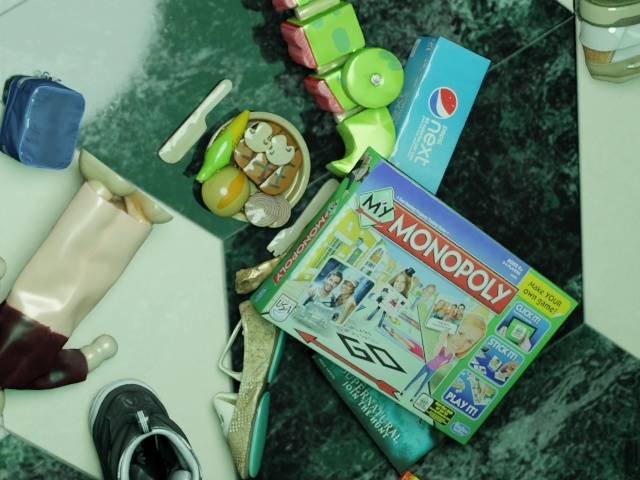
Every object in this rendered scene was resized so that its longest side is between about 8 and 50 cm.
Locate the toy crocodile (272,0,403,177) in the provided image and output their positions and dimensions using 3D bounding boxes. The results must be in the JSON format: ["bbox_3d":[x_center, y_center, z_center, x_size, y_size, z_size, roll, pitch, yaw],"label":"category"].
[{"bbox_3d":[0.001,-0.232,1.637,0.105,0.115,0.340,-25,106,-13],"label":"toy crocodile"}]

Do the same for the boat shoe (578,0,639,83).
[{"bbox_3d":[0.443,-0.261,1.796,0.302,0.113,0.103,-11,120,-12],"label":"boat shoe"}]

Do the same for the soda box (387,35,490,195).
[{"bbox_3d":[0.111,-0.121,1.717,0.071,0.067,0.210,23,91,-21],"label":"soda box"}]

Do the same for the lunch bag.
[{"bbox_3d":[-0.292,-0.126,1.580,0.067,0.065,0.098,11,97,-40],"label":"lunch bag"}]

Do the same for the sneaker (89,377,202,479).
[{"bbox_3d":[-0.175,0.288,1.634,0.101,0.153,0.269,-18,103,-15],"label":"sneaker"}]

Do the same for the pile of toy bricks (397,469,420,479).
[{"bbox_3d":[0.166,0.369,1.786,0.212,0.105,0.118,37,85,-20],"label":"pile of toy bricks"}]

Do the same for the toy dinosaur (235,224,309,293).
[{"bbox_3d":[0.000,0.000,1.687,0.211,0.064,0.112,-45,127,-16],"label":"toy dinosaur"}]

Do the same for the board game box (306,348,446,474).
[{"bbox_3d":[0.086,0.163,1.771,0.126,0.026,0.186,-40,108,-9],"label":"board game box"}]

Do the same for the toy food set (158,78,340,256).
[{"bbox_3d":[-0.070,-0.076,1.677,0.192,0.038,0.132,41,84,-19],"label":"toy food set"}]

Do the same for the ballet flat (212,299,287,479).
[{"bbox_3d":[-0.083,0.162,1.703,0.067,0.073,0.206,12,91,7],"label":"ballet flat"}]

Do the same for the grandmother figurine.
[{"bbox_3d":[-0.296,0.082,1.596,0.208,0.104,0.342,40,87,-34],"label":"grandmother figurine"}]

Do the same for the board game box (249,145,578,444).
[{"bbox_3d":[0.108,0.067,1.686,0.317,0.046,0.213,34,99,-27],"label":"board game box"}]
